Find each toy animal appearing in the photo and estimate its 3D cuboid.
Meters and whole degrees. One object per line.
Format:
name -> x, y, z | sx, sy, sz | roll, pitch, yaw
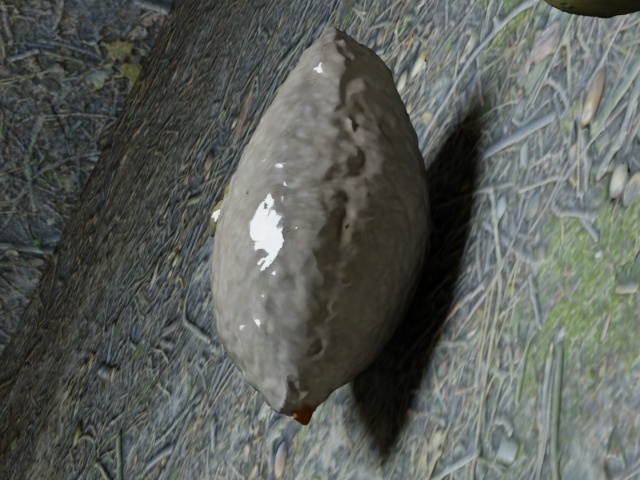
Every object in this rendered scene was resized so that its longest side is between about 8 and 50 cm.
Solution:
toy animal -> -0.002, 0.006, 1.744 | 0.226, 0.188, 0.358 | 117, 168, -59

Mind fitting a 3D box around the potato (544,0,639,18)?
potato -> 0.231, -0.266, 1.401 | 0.262, 0.165, 0.165 | -48, 23, 33
